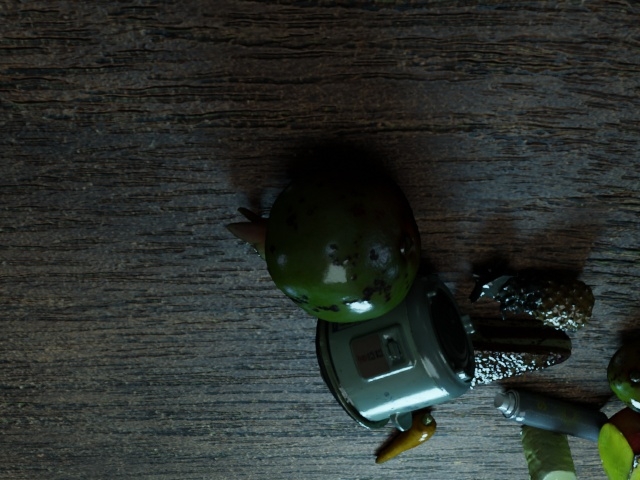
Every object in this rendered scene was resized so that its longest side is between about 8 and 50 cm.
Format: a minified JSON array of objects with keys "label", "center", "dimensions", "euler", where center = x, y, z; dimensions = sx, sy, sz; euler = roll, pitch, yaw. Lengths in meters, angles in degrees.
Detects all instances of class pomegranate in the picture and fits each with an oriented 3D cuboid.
[{"label":"pomegranate","center":[0.703,0.284,1.803],"dimensions":[0.205,0.159,0.159],"euler":[-3,143,-42]},{"label":"pomegranate","center":[0.004,0.016,1.428],"dimensions":[0.323,0.290,0.290],"euler":[-13,133,11]}]

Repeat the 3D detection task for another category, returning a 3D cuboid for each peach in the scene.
[{"label":"peach","center":[0.707,0.438,1.867],"dimensions":[0.159,0.154,0.267],"euler":[-21,137,-8]}]

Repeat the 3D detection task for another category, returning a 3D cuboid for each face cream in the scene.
[{"label":"face cream","center":[0.529,0.401,1.953],"dimensions":[0.284,0.073,0.073],"euler":[16,132,-16]}]

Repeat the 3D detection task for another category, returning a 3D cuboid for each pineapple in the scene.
[{"label":"pineapple","center":[0.403,0.103,1.646],"dimensions":[0.237,0.111,0.119],"euler":[12,103,-5]}]

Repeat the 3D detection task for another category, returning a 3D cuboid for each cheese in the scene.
[{"label":"cheese","center":[0.532,0.507,1.991],"dimensions":[0.094,0.167,0.123],"euler":[23,127,-16]}]

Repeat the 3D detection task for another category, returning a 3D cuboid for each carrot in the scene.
[{"label":"carrot","center":[0.205,0.488,2.045],"dimensions":[0.061,0.061,0.256],"euler":[18,134,-18]}]

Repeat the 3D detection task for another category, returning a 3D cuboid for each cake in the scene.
[{"label":"cake","center":[0.377,0.203,1.732],"dimensions":[0.246,0.112,0.135],"euler":[-19,129,16]}]

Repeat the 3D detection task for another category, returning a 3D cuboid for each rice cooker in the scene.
[{"label":"rice cooker","center":[0.132,0.210,1.623],"dimensions":[0.317,0.316,0.264],"euler":[-28,172,24]}]
